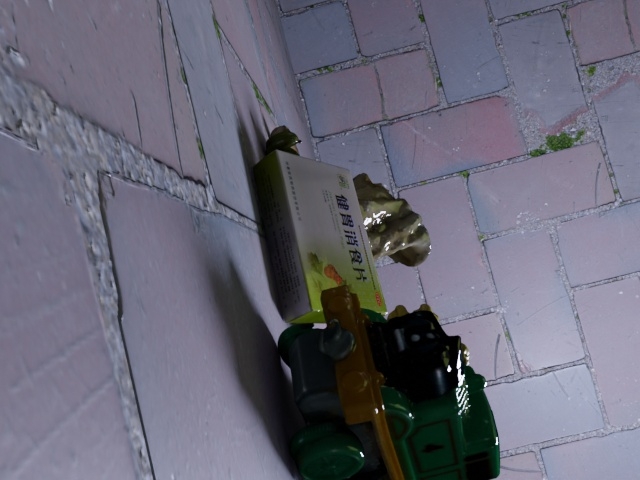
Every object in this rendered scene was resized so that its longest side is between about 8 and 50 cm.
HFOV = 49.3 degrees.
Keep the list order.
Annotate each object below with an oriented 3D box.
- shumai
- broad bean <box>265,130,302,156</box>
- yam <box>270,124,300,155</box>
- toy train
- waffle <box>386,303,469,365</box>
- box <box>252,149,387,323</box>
[{"bbox_3d":[0.069,-0.004,1.303,0.314,0.262,0.267,61,14,-69],"label":"shumai"},{"bbox_3d":[-0.069,-0.161,1.352,0.213,0.070,0.048,102,-8,-77],"label":"broad bean"},{"bbox_3d":[-0.061,-0.152,1.530,0.241,0.057,0.056,74,4,-49],"label":"yam"},{"bbox_3d":[0.095,0.217,0.877,0.429,0.249,0.178,72,5,-47],"label":"toy train"},{"bbox_3d":[0.140,0.276,1.261,0.151,0.261,0.324,-112,-174,-51],"label":"waffle"},{"bbox_3d":[-0.001,-0.001,1.083,0.175,0.062,0.260,9,60,-47],"label":"box"}]
